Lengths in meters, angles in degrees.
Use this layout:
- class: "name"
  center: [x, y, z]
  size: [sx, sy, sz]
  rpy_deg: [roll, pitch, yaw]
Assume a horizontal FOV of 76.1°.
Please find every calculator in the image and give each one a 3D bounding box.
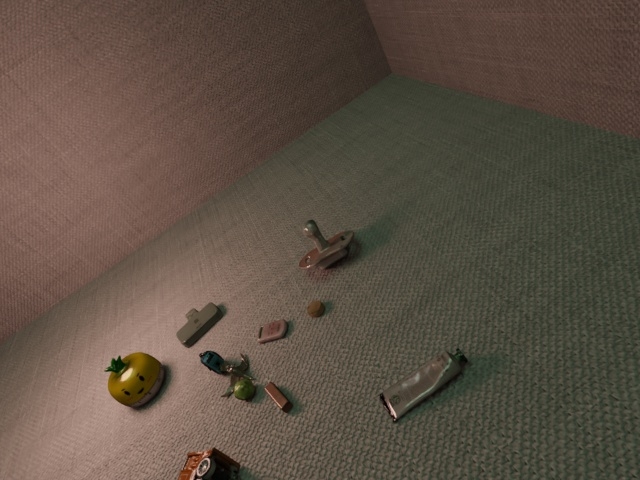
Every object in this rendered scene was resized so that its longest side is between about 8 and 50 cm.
- class: "calculator"
  center: [-0.235, 0.437, 1.969]
  size: [0.175, 0.032, 0.100]
  rpy_deg: [-20, 38, 20]

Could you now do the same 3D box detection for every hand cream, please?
- class: "hand cream"
  center: [0.358, 0.492, 1.422]
  size: [0.336, 0.076, 0.121]
  rpy_deg: [-38, 30, 6]

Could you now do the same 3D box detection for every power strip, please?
- class: "power strip"
  center: [-0.688, 0.452, 2.284]
  size: [0.265, 0.059, 0.194]
  rpy_deg: [-44, 41, -14]

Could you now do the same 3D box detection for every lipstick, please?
- class: "lipstick"
  center: [-0.172, 0.639, 1.672]
  size: [0.045, 0.045, 0.145]
  rpy_deg: [-44, 37, -16]

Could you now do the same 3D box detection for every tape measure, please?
- class: "tape measure"
  center: [-0.506, 0.575, 1.937]
  size: [0.125, 0.146, 0.081]
  rpy_deg: [-14, 38, 53]

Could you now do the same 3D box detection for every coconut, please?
- class: "coconut"
  center: [-0.329, 0.645, 1.760]
  size: [0.088, 0.087, 0.096]
  rpy_deg: [-32, 30, 3]

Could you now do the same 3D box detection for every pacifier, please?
- class: "pacifier"
  center: [0.018, 0.028, 2.099]
  size: [0.332, 0.273, 0.220]
  rpy_deg: [-33, 52, 3]

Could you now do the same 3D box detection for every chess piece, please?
- class: "chess piece"
  center: [-0.022, 0.323, 1.931]
  size: [0.084, 0.038, 0.083]
  rpy_deg: [-22, 39, 19]

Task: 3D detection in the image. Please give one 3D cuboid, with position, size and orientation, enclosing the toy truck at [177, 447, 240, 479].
- class: "toy truck"
  center: [-0.447, 0.953, 1.423]
  size: [0.207, 0.173, 0.387]
  rpy_deg: [-19, 35, 31]

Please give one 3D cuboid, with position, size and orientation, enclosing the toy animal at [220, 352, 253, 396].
- class: "toy animal"
  center: [-0.377, 0.599, 1.840]
  size: [0.155, 0.095, 0.219]
  rpy_deg: [-6, 45, 39]

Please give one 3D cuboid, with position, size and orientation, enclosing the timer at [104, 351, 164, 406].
- class: "timer"
  center: [-0.962, 0.675, 2.062]
  size: [0.285, 0.285, 0.285]
  rpy_deg: [-21, 37, 17]
